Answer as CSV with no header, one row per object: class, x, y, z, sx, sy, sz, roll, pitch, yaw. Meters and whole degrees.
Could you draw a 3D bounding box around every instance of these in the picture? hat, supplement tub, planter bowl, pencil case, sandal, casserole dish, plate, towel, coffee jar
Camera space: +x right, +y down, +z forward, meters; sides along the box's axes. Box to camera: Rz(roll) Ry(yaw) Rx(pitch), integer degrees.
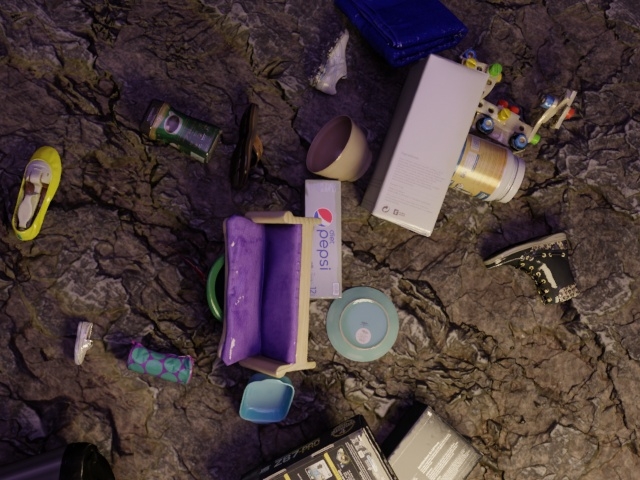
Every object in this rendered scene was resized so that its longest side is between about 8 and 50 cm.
hat,-0.252,0.094,1.496,0.173,0.183,0.209,-18,105,-42
supplement tub,0.399,-0.185,1.574,0.199,0.144,0.144,20,81,-6
planter bowl,0.059,-0.212,1.527,0.109,0.162,0.162,30,78,-32
pencil case,-0.370,0.283,1.433,0.151,0.064,0.070,15,97,-8
sandal,-0.174,-0.230,1.528,0.060,0.090,0.219,17,73,-29
casserole dish,-0.125,0.361,1.430,0.114,0.188,0.037,7,42,-10
plate,0.108,0.208,1.542,0.188,0.024,0.188,1,83,-10
towel,0.198,-0.573,1.551,0.227,0.076,0.308,-25,57,-11
coffee jar,-0.339,-0.265,1.494,0.184,0.079,0.096,25,83,-7

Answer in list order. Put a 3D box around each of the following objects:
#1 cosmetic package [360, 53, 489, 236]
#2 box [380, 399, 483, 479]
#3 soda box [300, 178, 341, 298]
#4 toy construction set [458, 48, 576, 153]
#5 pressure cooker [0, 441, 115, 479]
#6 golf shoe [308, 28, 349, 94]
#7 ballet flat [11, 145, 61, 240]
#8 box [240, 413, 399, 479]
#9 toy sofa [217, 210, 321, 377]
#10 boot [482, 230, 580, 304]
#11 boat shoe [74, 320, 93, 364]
cosmetic package,0.238,-0.226,1.476,0.156,0.217,0.385,20,97,-7
box,0.230,0.549,1.483,0.184,0.103,0.261,43,79,-5
soda box,0.000,0.000,1.510,0.091,0.098,0.287,1,83,-9
toy construction set,0.486,-0.352,1.616,0.327,0.151,0.215,22,80,5
pressure cooker,-0.610,0.631,1.202,0.420,0.370,0.376,-16,103,-10
golf shoe,0.039,-0.457,1.598,0.086,0.069,0.176,31,82,-25
ballet flat,-0.657,-0.113,1.425,0.077,0.077,0.231,14,81,-7
box,0.049,0.632,1.369,0.318,0.097,0.395,-30,95,3
toy sofa,-0.113,0.115,1.397,0.177,0.150,0.363,3,90,-43
boot,0.552,0.087,1.599,0.236,0.085,0.179,-17,89,-11
boat shoe,-0.543,0.236,1.426,0.035,0.035,0.100,4,76,-6
